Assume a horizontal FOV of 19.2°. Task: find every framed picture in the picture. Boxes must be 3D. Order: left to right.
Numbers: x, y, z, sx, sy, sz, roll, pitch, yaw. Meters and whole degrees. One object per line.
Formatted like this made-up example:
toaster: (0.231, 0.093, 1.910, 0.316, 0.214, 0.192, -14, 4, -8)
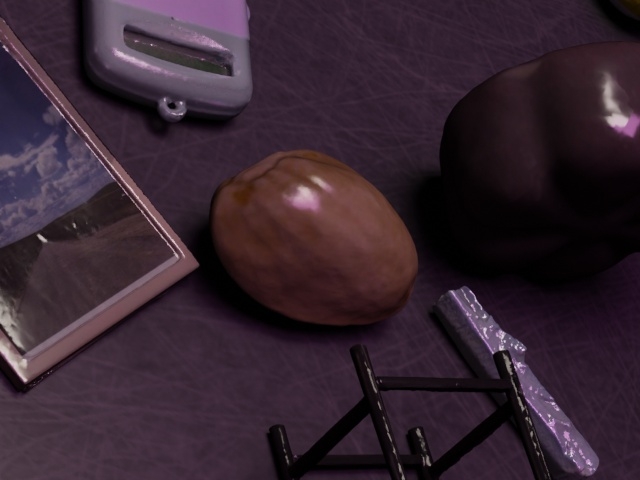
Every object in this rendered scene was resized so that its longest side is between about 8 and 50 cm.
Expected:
framed picture: (-0.224, -0.036, 1.320, 0.260, 0.023, 0.189, 51, 47, 5)

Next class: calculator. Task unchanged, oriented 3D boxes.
calculator: (-0.123, -0.193, 1.490, 0.141, 0.045, 0.246, 14, 53, -28)

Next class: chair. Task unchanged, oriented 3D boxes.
chair: (0.078, 0.216, 1.276, 0.154, 0.141, 0.260, 4, 54, -34)

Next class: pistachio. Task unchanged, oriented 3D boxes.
pistachio: (0.000, 0.000, 1.399, 0.185, 0.108, 0.126, 21, 72, -32)

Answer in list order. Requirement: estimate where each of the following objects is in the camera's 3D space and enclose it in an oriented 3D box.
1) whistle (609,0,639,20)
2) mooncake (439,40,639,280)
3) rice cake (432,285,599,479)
whistle: (0.345, -0.240, 1.845, 0.223, 0.123, 0.123, 49, 40, -28)
mooncake: (0.213, -0.063, 1.513, 0.245, 0.245, 0.133, 9, 59, -32)
rice cake: (0.153, 0.112, 1.471, 0.030, 0.042, 0.180, -28, 79, -47)
